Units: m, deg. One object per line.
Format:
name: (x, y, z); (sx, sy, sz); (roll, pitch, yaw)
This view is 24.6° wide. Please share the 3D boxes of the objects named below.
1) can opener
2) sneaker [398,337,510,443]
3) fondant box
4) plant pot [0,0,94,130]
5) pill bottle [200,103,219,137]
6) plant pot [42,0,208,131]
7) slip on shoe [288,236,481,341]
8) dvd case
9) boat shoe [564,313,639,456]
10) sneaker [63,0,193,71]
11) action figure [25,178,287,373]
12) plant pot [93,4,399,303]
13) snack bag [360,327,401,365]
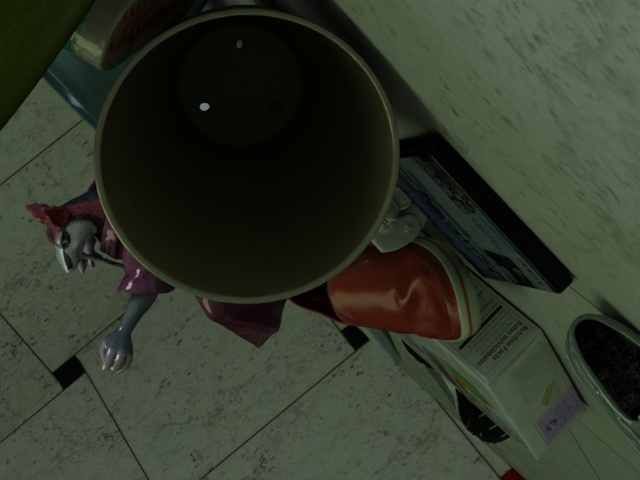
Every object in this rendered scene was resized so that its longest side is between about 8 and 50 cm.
can opener: (0.008, -0.100, 1.549); (0.280, 0.074, 0.093); (47, 175, -18)
sneaker: (0.212, 0.188, 2.192); (0.271, 0.100, 0.108); (52, -176, -15)
fondant box: (0.160, 0.101, 1.818); (0.330, 0.096, 0.238); (43, 174, 36)
plant pot: (-0.286, -0.260, 1.045); (0.366, 0.353, 0.366); (44, 175, 5)
pill bottle: (-0.096, -0.125, 1.614); (0.124, 0.124, 0.221); (43, -169, 23)
plant pot: (-0.249, -0.264, 1.613); (0.293, 0.196, 0.293); (44, 174, 5)
slip on shoe: (0.063, 0.056, 1.637); (0.331, 0.101, 0.123); (14, 123, 56)
dvd case: (0.137, -0.027, 1.400); (0.180, 0.022, 0.253); (47, 175, -8)
boat shoe: (0.290, 0.150, 1.248); (0.227, 0.079, 0.081); (46, 180, 23)
sneaker: (-0.183, -0.239, 1.311); (0.121, 0.108, 0.302); (31, -159, 2)
action figure: (-0.167, -0.006, 1.715); (0.370, 0.276, 0.248); (18, -155, -45)
plant pot: (-0.069, -0.111, 1.349); (0.256, 0.256, 0.274); (47, -169, -17)
snack bag: (0.000, 0.000, 2.056); (0.343, 0.037, 0.323); (64, -174, 30)
